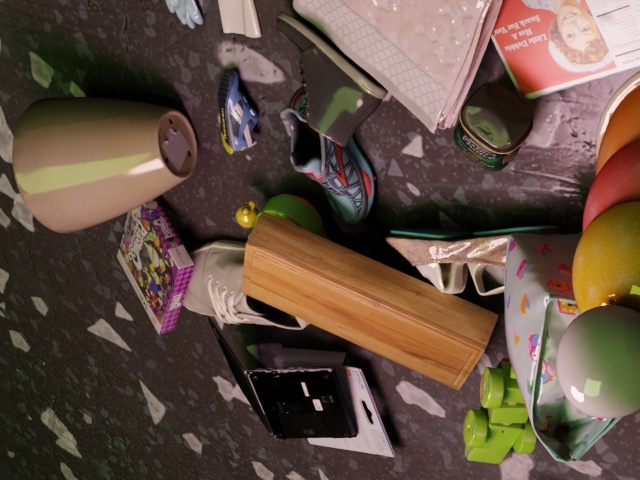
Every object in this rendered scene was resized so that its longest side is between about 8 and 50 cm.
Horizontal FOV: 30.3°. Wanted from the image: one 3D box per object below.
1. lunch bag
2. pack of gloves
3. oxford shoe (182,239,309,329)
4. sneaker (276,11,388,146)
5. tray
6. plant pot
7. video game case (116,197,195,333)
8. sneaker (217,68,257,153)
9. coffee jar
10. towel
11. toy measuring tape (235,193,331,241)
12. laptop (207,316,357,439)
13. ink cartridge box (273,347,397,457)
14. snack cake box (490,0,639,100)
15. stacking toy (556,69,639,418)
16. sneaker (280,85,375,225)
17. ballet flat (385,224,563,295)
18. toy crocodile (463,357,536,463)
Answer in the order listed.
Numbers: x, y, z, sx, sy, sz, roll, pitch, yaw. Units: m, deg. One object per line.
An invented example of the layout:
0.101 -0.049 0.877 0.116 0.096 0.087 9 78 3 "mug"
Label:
0.338 0.148 1.644 0.160 0.223 0.262 -1 113 -5 "lunch bag"
-0.204 -0.436 1.904 0.195 0.046 0.232 13 129 35 "pack of gloves"
-0.148 0.094 2.224 0.449 0.130 0.169 -2 124 46 "oxford shoe"
-0.011 -0.248 1.798 0.222 0.083 0.118 44 108 23 "sneaker"
0.070 0.106 1.948 0.410 0.076 0.203 23 155 5 "tray"
-0.371 -0.154 2.161 0.274 0.256 0.257 -7 118 27 "plant pot"
-0.332 0.039 2.359 0.210 0.041 0.232 57 146 25 "video game case"
-0.140 -0.222 2.020 0.053 0.059 0.144 -141 45 -64 "sneaker"
0.237 -0.156 1.632 0.096 0.079 0.184 41 177 7 "coffee jar"
0.092 -0.341 1.625 0.332 0.053 0.317 45 153 18 "towel"
0.000 0.000 2.030 0.330 0.121 0.121 23 135 16 "toy measuring tape"
-0.072 0.264 2.263 0.264 0.137 0.234 -3 139 14 "laptop"
0.037 0.313 2.295 0.224 0.045 0.223 3 124 40 "ink cartridge box"
0.343 -0.287 1.488 0.264 0.089 0.152 -12 115 47 "snack cake box"
0.411 0.036 1.368 0.350 0.480 0.351 24 141 21 "stacking toy"
-0.001 -0.128 1.905 0.104 0.125 0.262 3 123 42 "sneaker"
0.228 0.031 1.825 0.316 0.107 0.106 0 92 44 "ballet flat"
0.311 0.269 1.967 0.115 0.105 0.341 5 140 -4 "toy crocodile"
